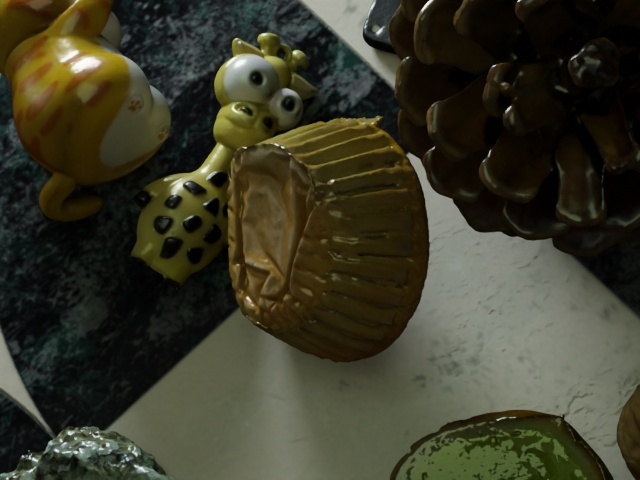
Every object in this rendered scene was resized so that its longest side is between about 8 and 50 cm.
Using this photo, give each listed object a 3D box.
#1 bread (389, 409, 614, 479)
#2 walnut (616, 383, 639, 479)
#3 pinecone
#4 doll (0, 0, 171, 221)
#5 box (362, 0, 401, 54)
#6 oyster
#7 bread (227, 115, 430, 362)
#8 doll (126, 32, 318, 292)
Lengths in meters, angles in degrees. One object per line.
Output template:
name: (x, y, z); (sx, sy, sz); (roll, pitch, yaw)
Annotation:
bread: (0.164, 0.263, 1.442); (0.236, 0.070, 0.236); (-5, 68, 12)
walnut: (0.355, 0.175, 1.385); (0.184, 0.155, 0.155); (30, 79, 19)
pinecone: (0.233, -0.146, 1.393); (0.384, 0.384, 0.384); (-4, 69, 11)
doll: (-0.263, -0.179, 1.660); (0.162, 0.167, 0.270); (-23, 64, 1)
box: (0.117, -0.246, 1.667); (0.125, 0.027, 0.126); (19, 75, 19)
oyster: (-0.234, 0.239, 1.548); (0.177, 0.064, 0.125); (-28, 71, 2)
bread: (0.003, 0.002, 1.498); (0.240, 0.139, 0.240); (9, 102, 48)
doll: (-0.098, -0.083, 1.625); (0.117, 0.086, 0.291); (35, 75, -19)
